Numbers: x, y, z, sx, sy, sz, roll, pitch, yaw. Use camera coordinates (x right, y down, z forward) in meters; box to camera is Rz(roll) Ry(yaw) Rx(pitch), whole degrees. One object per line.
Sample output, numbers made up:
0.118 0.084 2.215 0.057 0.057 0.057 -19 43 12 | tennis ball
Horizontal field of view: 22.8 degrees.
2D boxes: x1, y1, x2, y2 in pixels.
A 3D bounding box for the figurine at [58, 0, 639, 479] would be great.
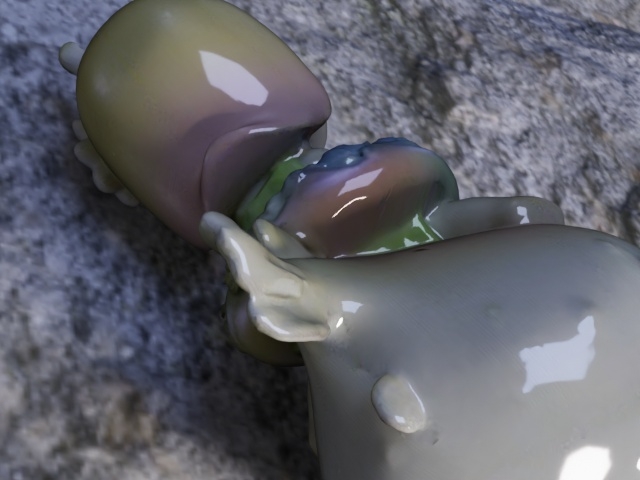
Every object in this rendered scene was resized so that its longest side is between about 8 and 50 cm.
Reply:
0.000 0.000 0.750 0.394 0.226 0.274 47 11 26 | figurine
